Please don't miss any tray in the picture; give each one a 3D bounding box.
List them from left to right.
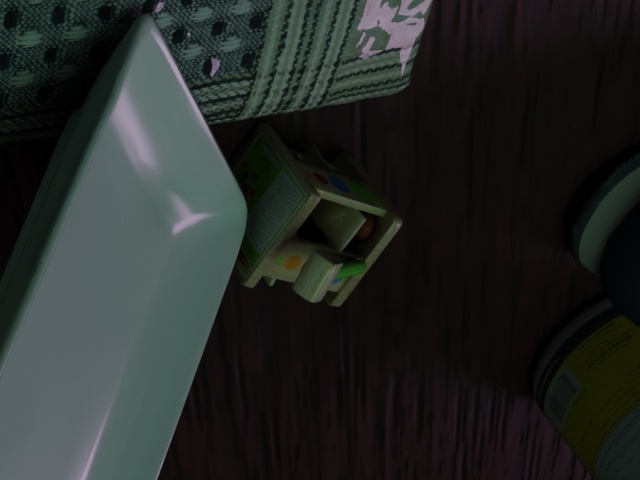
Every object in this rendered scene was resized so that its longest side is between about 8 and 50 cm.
[{"bbox_3d":[-0.093,0.069,0.509,0.145,0.030,0.270,65,39,-59],"label":"tray"}]

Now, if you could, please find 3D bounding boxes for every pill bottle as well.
[{"bbox_3d":[0.207,0.121,0.831,0.103,0.184,0.103,-20,139,-18],"label":"pill bottle"}]

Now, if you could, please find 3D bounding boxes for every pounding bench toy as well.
[{"bbox_3d":[0.000,0.000,0.639,0.065,0.083,0.052,16,119,-44],"label":"pounding bench toy"}]

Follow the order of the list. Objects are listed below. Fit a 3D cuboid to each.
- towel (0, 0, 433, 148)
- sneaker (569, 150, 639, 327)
[{"bbox_3d":[-0.042,-0.151,0.453,0.312,0.056,0.324,-9,139,-33],"label":"towel"},{"bbox_3d":[0.298,-0.007,0.809,0.319,0.131,0.112,-19,138,-19],"label":"sneaker"}]
